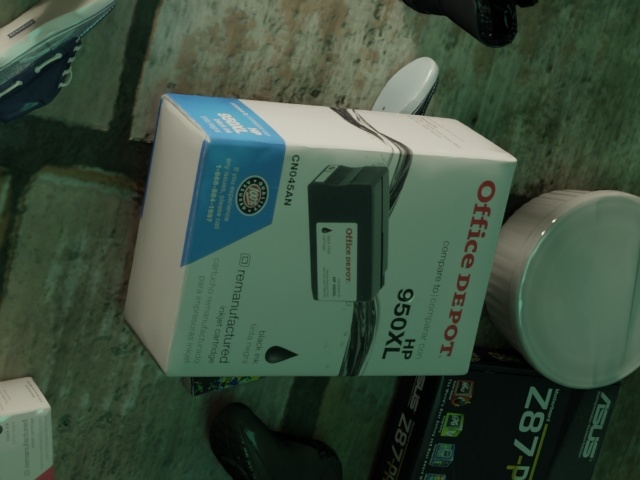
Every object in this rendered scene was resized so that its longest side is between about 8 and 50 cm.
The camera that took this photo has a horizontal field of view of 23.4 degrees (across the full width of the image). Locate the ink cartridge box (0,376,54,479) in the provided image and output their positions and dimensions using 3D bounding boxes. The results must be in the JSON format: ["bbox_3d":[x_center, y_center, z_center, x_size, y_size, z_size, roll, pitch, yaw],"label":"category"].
[{"bbox_3d":[-0.421,0.259,1.768,0.217,0.092,0.159,-8,112,-24],"label":"ink cartridge box"}]

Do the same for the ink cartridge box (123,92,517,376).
[{"bbox_3d":[0.000,0.000,1.789,0.395,0.166,0.285,2,110,-26],"label":"ink cartridge box"}]

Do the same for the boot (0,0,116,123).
[{"bbox_3d":[-0.290,-0.209,1.679,0.190,0.069,0.086,-31,128,-5],"label":"boot"}]

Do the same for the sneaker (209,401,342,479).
[{"bbox_3d":[-0.044,0.291,1.988,0.130,0.109,0.286,-42,132,-15],"label":"sneaker"}]

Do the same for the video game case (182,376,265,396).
[{"bbox_3d":[-0.067,0.068,1.913,0.232,0.042,0.210,-14,115,-23],"label":"video game case"}]

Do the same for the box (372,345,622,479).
[{"bbox_3d":[0.221,0.345,2.144,0.318,0.097,0.395,9,104,-33],"label":"box"}]

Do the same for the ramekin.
[{"bbox_3d":[0.341,0.054,2.067,0.272,0.127,0.273,-7,107,-26],"label":"ramekin"}]

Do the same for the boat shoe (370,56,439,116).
[{"bbox_3d":[0.103,-0.137,1.917,0.083,0.065,0.183,31,98,-36],"label":"boat shoe"}]

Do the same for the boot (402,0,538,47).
[{"bbox_3d":[0.187,-0.360,1.785,0.094,0.207,0.246,5,106,-30],"label":"boot"}]
